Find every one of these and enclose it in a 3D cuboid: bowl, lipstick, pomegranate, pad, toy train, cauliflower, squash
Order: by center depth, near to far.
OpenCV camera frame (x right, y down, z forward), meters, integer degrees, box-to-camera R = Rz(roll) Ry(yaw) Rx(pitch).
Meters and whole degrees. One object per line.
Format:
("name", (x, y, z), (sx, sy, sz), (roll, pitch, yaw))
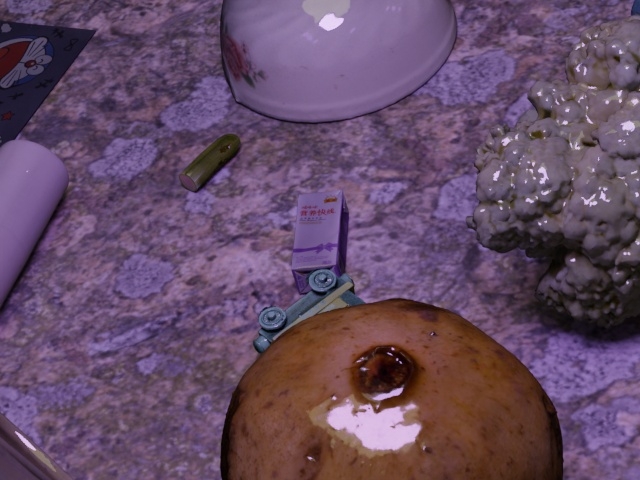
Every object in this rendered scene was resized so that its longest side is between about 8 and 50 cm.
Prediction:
("pomegranate", (0.056, 0.182, 1.560), (0.281, 0.281, 0.281), (-9, 43, 9))
("cauliflower", (0.262, -0.080, 1.768), (0.327, 0.260, 0.281), (-16, 42, -31))
("toy train", (-0.005, 0.079, 1.841), (0.122, 0.050, 0.081), (-36, 50, -21))
("lipstick", (-0.362, 0.035, 1.974), (0.087, 0.087, 0.327), (3, 46, 21))
("squash", (-0.118, -0.089, 2.071), (0.027, 0.027, 0.083), (22, 55, 35))
("bowl", (0.009, -0.271, 2.144), (0.277, 0.145, 0.277), (-8, 42, 7))
("pad", (-0.393, -0.183, 2.279), (0.170, 0.006, 0.245), (9, 48, 25))

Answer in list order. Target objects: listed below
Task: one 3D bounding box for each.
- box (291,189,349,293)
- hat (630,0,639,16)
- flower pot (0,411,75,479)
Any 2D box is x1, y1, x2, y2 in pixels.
("box", (0.000, 0.000, 1.931), (0.051, 0.036, 0.117), (-7, 43, 9))
("hat", (0.424, -0.236, 2.022), (0.138, 0.078, 0.191), (-32, 25, -28))
("flower pot", (-0.355, 0.243, 1.618), (0.244, 0.307, 0.307), (-47, 48, -6))
